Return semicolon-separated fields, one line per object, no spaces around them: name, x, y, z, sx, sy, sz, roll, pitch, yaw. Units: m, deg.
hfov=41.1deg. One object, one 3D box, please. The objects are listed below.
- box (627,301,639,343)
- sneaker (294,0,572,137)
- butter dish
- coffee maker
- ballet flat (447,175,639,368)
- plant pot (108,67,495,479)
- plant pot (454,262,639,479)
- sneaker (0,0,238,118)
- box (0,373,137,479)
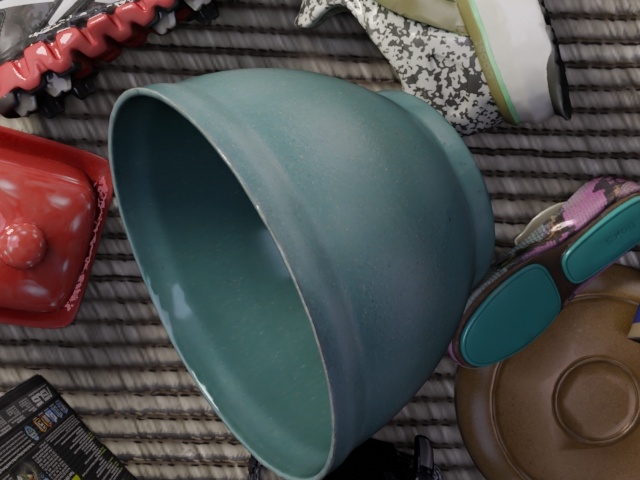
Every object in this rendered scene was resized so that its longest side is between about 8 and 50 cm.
box;0.361;0.005;0.719;0.136;0.036;0.225;23;81;-1
sneaker;0.039;-0.245;0.675;0.182;0.158;0.410;-27;88;15
butter dish;-0.241;-0.005;0.668;0.160;0.118;0.159;15;92;-30
coffee maker;0.024;0.230;0.669;0.171;0.178;0.120;-4;92;0
ballet flat;0.179;0.022;0.708;0.221;0.079;0.077;-38;120;-11
plant pot;0.000;0.000;0.630;0.196;0.293;0.293;-25;93;-27
plant pot;0.236;0.136;0.740;0.236;0.032;0.236;0;92;0
sneaker;-0.166;-0.213;0.688;0.276;0.097;0.135;-29;95;2
box;-0.195;0.218;0.621;0.060;0.270;0.216;-41;93;0
